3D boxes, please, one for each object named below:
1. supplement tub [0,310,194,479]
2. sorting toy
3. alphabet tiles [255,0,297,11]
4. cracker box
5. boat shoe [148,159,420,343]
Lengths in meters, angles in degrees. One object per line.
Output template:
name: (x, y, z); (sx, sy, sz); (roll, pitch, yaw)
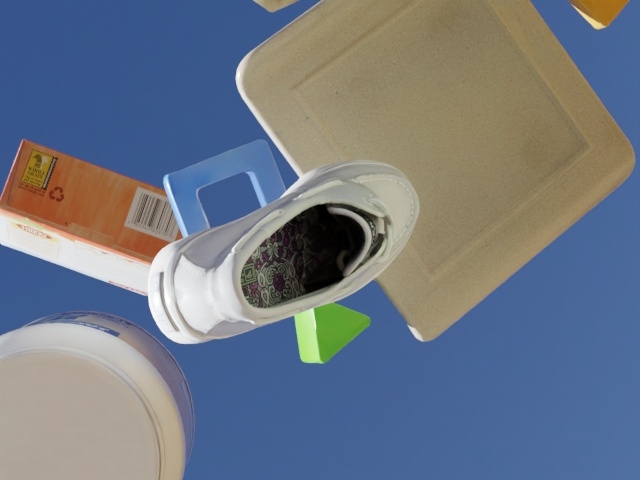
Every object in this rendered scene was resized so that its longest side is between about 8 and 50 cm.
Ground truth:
supplement tub: (-0.235, 0.185, 1.515); (0.316, 0.228, 0.228); (-168, 104, -88)
sorting toy: (0.068, -0.069, 0.956); (0.348, 0.047, 0.196); (-38, -80, -18)
alphabet tiles: (0.007, -0.253, 1.083); (0.342, 0.285, 0.011); (28, -129, -47)
cracker box: (-0.197, -0.014, 1.426); (0.232, 0.156, 0.067); (145, 144, -76)
boat shoe: (0.000, 0.000, 0.767); (0.184, 0.063, 0.066); (-15, -84, -50)
